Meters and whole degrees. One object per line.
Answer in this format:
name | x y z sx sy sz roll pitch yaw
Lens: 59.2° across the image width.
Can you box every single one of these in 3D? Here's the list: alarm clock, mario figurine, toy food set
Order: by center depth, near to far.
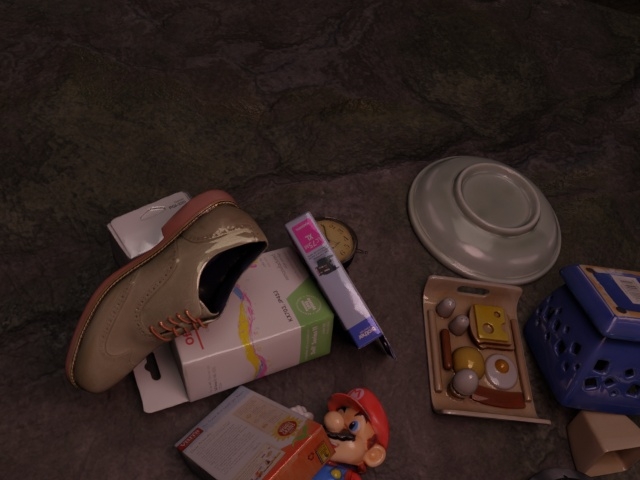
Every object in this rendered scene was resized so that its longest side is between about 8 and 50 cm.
mario figurine | -0.002 0.371 0.925 0.198 0.170 0.320 32 57 7
toy food set | 0.335 0.218 1.153 0.219 0.092 0.306 7 55 -7
alarm clock | 0.000 0.000 1.252 0.192 0.064 0.129 43 58 14

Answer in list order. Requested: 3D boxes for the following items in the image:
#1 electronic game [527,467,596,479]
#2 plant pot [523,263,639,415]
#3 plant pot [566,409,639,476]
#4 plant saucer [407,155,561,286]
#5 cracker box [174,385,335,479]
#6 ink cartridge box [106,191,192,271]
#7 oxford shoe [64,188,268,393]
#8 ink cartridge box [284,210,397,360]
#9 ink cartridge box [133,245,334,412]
electronic game | 0.448 0.521 0.991 0.229 0.048 0.229 6 56 -9
plant pot | 0.576 0.184 1.114 0.235 0.212 0.236 7 31 -6
plant pot | 0.541 0.380 1.083 0.109 0.109 0.096 -3 44 -14
plant saucer | 0.416 -0.081 1.379 0.400 0.101 0.401 5 54 -8
cracker box | -0.110 0.335 0.907 0.155 0.067 0.232 -38 27 -31
ink cartridge box | -0.302 0.026 1.071 0.158 0.218 0.092 -28 65 -27
oxford shoe | -0.246 0.101 0.896 0.146 0.140 0.397 38 89 33
ink cartridge box | 0.037 0.102 1.082 0.065 0.186 0.311 -33 82 -4
ink cartridge box | -0.177 0.155 1.047 0.353 0.119 0.207 -16 47 -21
